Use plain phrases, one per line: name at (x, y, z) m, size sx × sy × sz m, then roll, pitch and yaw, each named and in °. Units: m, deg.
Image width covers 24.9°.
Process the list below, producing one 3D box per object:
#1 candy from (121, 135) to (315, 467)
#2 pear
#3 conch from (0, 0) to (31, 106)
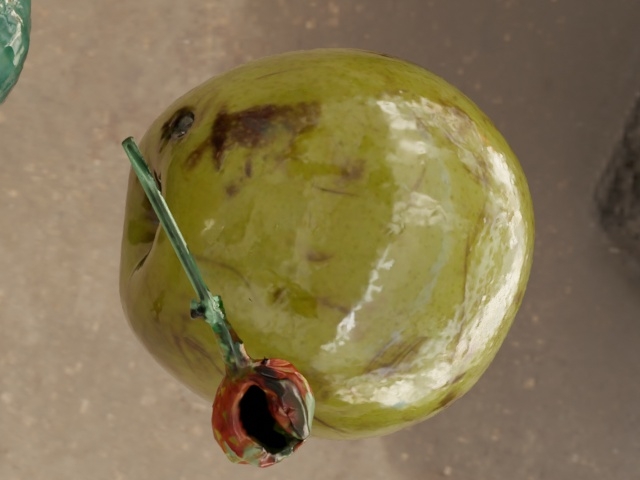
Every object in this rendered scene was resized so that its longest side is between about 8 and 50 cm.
candy at (-0.056, 0.031, 0.721) m, size 0.055 × 0.049 × 0.185 m, roll -33°, pitch 107°, yaw -26°
pear at (0.000, 0.000, 0.959) m, size 0.283 × 0.283 × 0.284 m, roll -8°, pitch 102°, yaw -42°
conch at (-0.275, -0.122, 0.945) m, size 0.134 × 0.196 × 0.202 m, roll -4°, pitch 93°, yaw -57°
